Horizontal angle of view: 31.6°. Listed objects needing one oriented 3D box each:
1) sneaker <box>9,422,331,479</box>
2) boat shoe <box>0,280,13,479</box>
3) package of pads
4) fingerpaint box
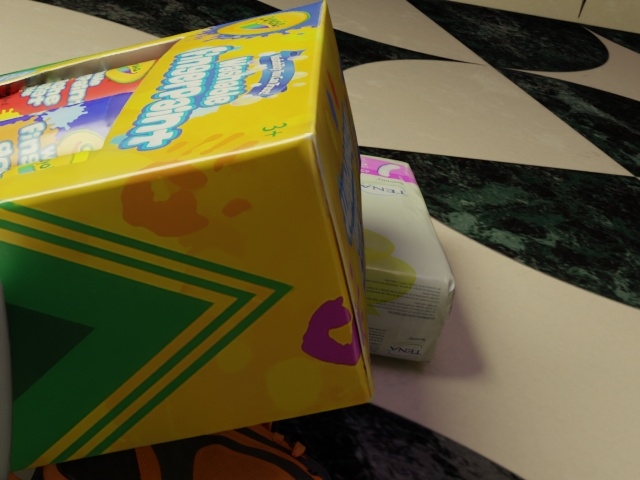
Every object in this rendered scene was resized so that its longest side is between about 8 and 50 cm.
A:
[{"bbox_3d":[-0.049,0.134,0.799,0.180,0.125,0.321,29,38,20],"label":"sneaker"},{"bbox_3d":[-0.205,0.152,0.502,0.102,0.301,0.108,5,-16,0],"label":"boat shoe"},{"bbox_3d":[0.000,0.000,1.116,0.229,0.101,0.296,10,25,-9],"label":"package of pads"},{"bbox_3d":[-0.160,-0.026,0.790,0.370,0.163,0.445,-11,20,6],"label":"fingerpaint box"}]
